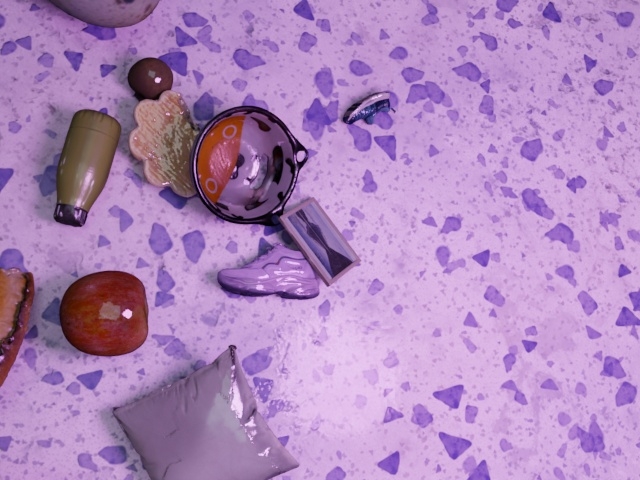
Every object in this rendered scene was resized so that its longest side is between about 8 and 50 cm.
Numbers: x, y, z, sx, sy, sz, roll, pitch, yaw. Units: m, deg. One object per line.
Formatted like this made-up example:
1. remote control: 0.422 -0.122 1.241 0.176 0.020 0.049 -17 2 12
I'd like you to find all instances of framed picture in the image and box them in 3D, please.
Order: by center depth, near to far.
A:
1. framed picture: 0.000 0.000 1.672 0.203 0.015 0.150 54 40 2

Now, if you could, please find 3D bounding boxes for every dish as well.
1. dish: -0.191 -0.178 1.622 0.303 0.120 0.302 -7 103 -33

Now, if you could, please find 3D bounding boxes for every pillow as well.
1. pillow: -0.250 0.428 1.483 0.310 0.119 0.312 -28 88 -4

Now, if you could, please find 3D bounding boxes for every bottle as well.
1. bottle: -0.535 -0.161 1.561 0.112 0.112 0.260 14 75 -11

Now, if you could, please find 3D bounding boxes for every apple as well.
1. apple: -0.457 0.157 1.471 0.174 0.188 0.188 -6 79 -7

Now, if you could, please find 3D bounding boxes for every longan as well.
1. longan: -0.410 -0.380 1.655 0.106 0.106 0.119 25 115 -8

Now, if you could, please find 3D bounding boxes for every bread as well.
1. bread: -0.355 -0.221 1.638 0.182 0.039 0.250 -33 101 -17

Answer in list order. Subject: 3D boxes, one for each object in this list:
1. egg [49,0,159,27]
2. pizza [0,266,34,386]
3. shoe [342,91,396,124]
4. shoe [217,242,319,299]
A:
1. egg: -0.524 -0.689 1.559 0.345 0.345 0.428 -38 94 -19
2. pizza: -0.765 0.246 1.347 0.435 0.080 0.391 -14 55 -20
3. shoe: 0.124 -0.335 1.797 0.143 0.064 0.071 -28 104 -13
4. shoe: -0.119 0.066 1.631 0.245 0.095 0.137 5 73 -17
